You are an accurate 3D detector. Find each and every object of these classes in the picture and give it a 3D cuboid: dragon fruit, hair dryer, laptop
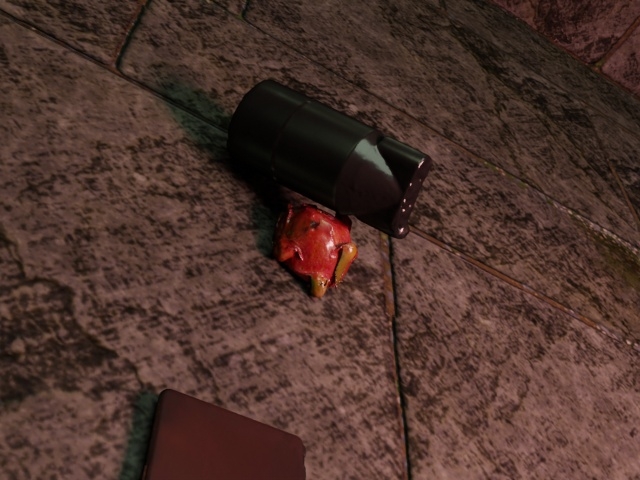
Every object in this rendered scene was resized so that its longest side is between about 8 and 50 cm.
[{"bbox_3d":[-0.002,-0.004,1.024,0.112,0.068,0.126,39,30,1],"label":"dragon fruit"},{"bbox_3d":[0.055,-0.100,1.128,0.244,0.116,0.302,30,14,22],"label":"hair dryer"},{"bbox_3d":[-0.078,0.224,0.698,0.153,0.026,0.207,24,33,-19],"label":"laptop"}]
